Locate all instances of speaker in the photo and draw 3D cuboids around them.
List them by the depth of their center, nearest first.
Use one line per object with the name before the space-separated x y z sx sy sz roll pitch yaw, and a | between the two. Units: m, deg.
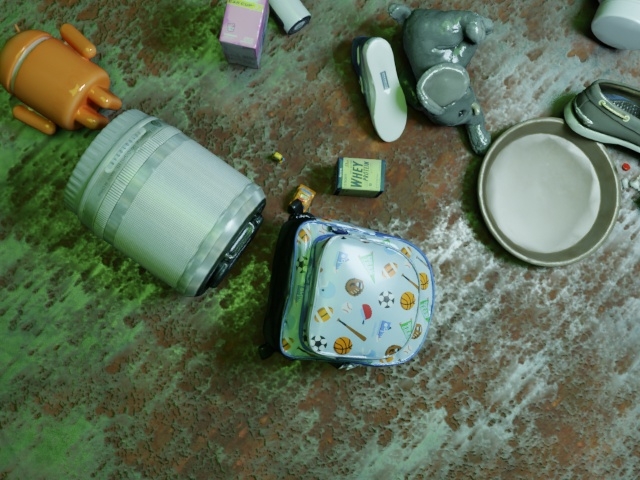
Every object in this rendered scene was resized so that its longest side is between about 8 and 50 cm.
speaker | -0.078 -0.447 1.256 0.055 0.055 0.136 -36 90 -6

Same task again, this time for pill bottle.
pill bottle | 0.605 -0.498 1.270 0.152 0.152 0.272 27 84 -3

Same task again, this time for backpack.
backpack | 0.059 0.090 1.144 0.263 0.213 0.276 9 94 -25

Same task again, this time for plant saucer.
plant saucer | 0.419 -0.089 1.276 0.278 0.041 0.277 0 87 -7

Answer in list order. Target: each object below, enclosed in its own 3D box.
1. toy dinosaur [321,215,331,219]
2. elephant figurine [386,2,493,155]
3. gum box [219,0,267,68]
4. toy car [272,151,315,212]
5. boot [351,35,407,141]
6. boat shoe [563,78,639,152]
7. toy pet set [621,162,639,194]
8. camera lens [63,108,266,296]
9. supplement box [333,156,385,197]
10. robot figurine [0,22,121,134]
toy dinosaur | 0.000 0.000 1.225 0.047 0.090 0.082 10 130 6
elephant figurine | 0.217 -0.281 1.231 0.186 0.169 0.239 12 102 24
gum box | -0.127 -0.368 1.184 0.062 0.188 0.107 12 93 -5
toy car | -0.060 -0.100 1.241 0.060 0.040 0.122 -43 91 -6
boot | 0.105 -0.280 1.260 0.069 0.086 0.190 -17 116 -14
boat shoe | 0.605 -0.221 1.262 0.305 0.091 0.109 11 61 -11
toy pet set | 0.619 -0.111 1.299 0.122 0.065 0.114 -34 75 -29
camera lens | -0.244 -0.057 1.132 0.274 0.219 0.219 35 84 -2
supplement box | 0.068 -0.111 1.231 0.083 0.083 0.056 3 85 -4
robot figurine | -0.451 -0.275 1.177 0.219 0.158 0.128 33 45 -2
